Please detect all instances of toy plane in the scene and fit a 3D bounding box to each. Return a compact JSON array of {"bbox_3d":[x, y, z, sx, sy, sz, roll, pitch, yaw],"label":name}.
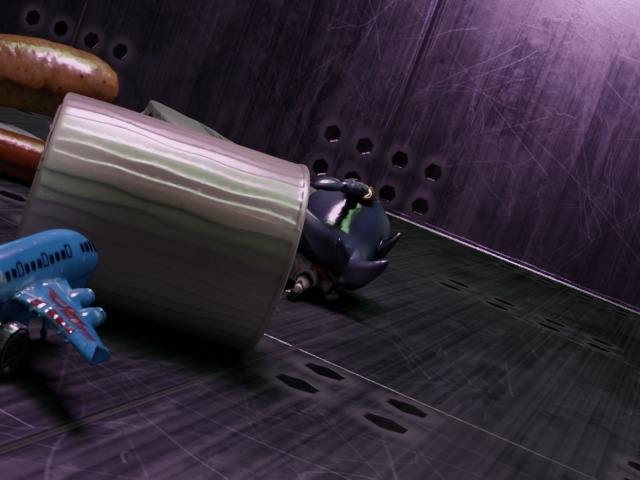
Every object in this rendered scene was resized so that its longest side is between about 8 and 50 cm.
[{"bbox_3d":[-0.257,0.040,1.009,0.254,0.105,0.271,23,7,17],"label":"toy plane"}]

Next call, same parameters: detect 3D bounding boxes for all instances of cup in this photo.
[{"bbox_3d":[-0.168,-0.024,1.324,0.273,0.208,0.288,17,9,-13],"label":"cup"}]

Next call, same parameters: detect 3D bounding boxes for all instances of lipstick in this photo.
[{"bbox_3d":[-0.532,-0.152,1.785,0.418,0.077,0.077,18,7,-27],"label":"lipstick"}]

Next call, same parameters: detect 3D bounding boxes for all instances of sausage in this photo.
[{"bbox_3d":[-0.589,-0.288,2.097,0.501,0.123,0.136,6,-30,-6],"label":"sausage"}]

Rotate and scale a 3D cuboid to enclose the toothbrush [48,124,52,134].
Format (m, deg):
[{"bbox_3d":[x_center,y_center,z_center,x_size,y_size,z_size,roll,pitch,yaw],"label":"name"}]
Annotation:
[{"bbox_3d":[-0.355,-0.104,1.927,0.035,0.042,0.413,27,12,-36],"label":"toothbrush"}]

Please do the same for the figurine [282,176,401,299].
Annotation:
[{"bbox_3d":[0.010,0.004,1.822,0.175,0.197,0.265,56,3,-3],"label":"figurine"}]

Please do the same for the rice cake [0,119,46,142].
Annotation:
[{"bbox_3d":[-0.529,-0.171,2.057,0.237,0.043,0.127,25,7,24],"label":"rice cake"}]

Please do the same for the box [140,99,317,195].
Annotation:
[{"bbox_3d":[-0.133,-0.098,2.165,0.396,0.111,0.396,29,4,-17],"label":"box"}]
